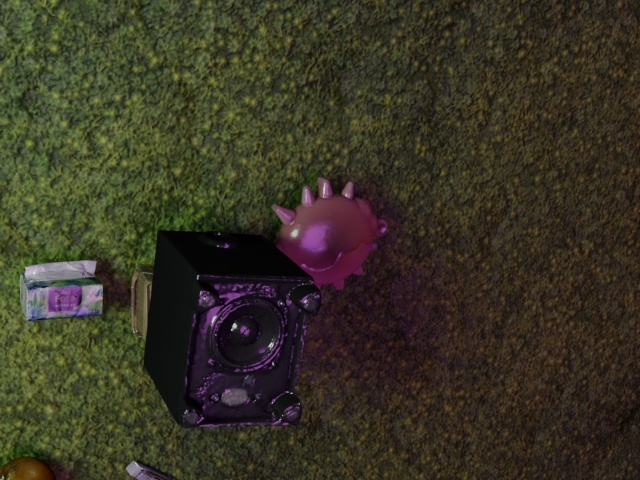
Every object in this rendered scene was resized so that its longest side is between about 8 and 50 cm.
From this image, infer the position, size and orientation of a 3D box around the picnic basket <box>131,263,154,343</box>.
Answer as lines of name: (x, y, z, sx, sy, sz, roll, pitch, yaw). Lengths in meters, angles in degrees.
picnic basket: (-0.220, 0.098, 1.416, 0.164, 0.079, 0.115, -5, 109, -25)

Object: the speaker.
speaker: (-0.135, 0.123, 1.275, 0.184, 0.254, 0.232, 3, 104, -25)

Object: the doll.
doll: (0.000, 0.000, 1.488, 0.262, 0.093, 0.211, -20, 118, -20)

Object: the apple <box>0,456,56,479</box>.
apple: (-0.470, 0.400, 1.385, 0.102, 0.099, 0.114, 41, 61, -37)

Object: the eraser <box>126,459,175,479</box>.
eraser: (-0.291, 0.410, 1.523, 0.099, 0.019, 0.027, 35, 103, -32)

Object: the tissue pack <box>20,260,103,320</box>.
tissue pack: (-0.389, 0.070, 1.319, 0.111, 0.085, 0.079, -2, 107, -25)
